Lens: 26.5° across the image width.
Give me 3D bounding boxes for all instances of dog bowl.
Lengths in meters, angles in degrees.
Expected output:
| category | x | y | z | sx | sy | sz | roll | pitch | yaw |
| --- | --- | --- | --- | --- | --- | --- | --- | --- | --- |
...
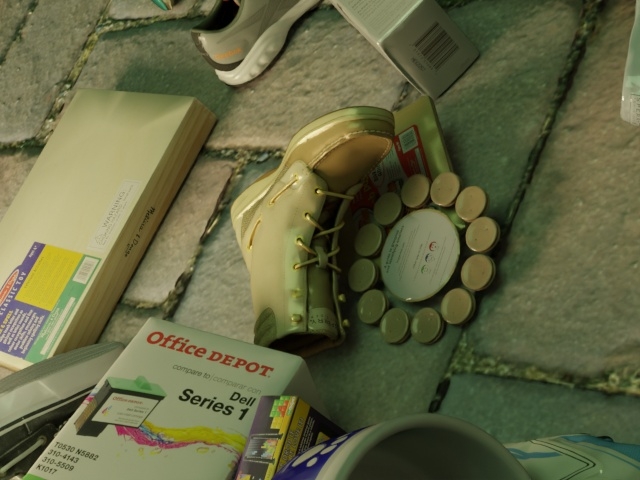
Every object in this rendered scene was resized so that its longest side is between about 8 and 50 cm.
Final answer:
| category | x | y | z | sx | sy | sz | roll | pitch | yaw |
| --- | --- | --- | --- | --- | --- | --- | --- | --- | --- |
| dog bowl | 0.068 | 0.271 | 1.042 | 0.104 | 0.265 | 0.265 | -24 | 45 | 46 |

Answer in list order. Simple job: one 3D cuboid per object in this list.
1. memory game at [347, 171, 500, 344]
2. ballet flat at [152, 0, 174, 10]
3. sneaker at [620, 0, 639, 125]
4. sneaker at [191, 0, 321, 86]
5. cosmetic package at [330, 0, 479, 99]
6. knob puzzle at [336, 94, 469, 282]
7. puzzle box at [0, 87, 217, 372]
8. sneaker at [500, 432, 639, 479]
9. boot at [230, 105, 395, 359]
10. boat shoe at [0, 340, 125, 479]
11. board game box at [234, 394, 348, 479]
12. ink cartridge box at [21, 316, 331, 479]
| category | x | y | z | sx | sy | sz | roll | pitch | yaw |
| --- | --- | --- | --- | --- | --- | --- | --- | --- | --- |
| memory game | 0.103 | 0.017 | 1.380 | 0.186 | 0.012 | 0.186 | -16 | 64 | 36 |
| ballet flat | -0.248 | -0.385 | 2.004 | 0.052 | 0.057 | 0.168 | -43 | 40 | -7 |
| sneaker | 0.351 | -0.210 | 1.319 | 0.091 | 0.094 | 0.258 | 8 | 59 | 14 |
| sneaker | -0.063 | -0.331 | 1.755 | 0.100 | 0.108 | 0.271 | 24 | 76 | 50 |
| cosmetic package | 0.075 | -0.268 | 1.574 | 0.085 | 0.117 | 0.231 | -44 | 39 | 5 |
| knob puzzle | 0.065 | -0.037 | 1.463 | 0.213 | 0.030 | 0.213 | -16 | 64 | 35 |
| puzzle box | -0.325 | -0.015 | 1.789 | 0.272 | 0.052 | 0.409 | 12 | 68 | 46 |
| sneaker | 0.196 | 0.200 | 1.145 | 0.237 | 0.085 | 0.086 | -3 | 25 | 48 |
| boot | 0.000 | 0.000 | 1.398 | 0.262 | 0.095 | 0.203 | -38 | 50 | 42 |
| boat shoe | -0.355 | 0.229 | 1.546 | 0.335 | 0.119 | 0.121 | -29 | 11 | -25 |
| board game box | -0.022 | 0.247 | 1.245 | 0.048 | 0.141 | 0.170 | -5 | 56 | 40 |
| ink cartridge box | -0.147 | 0.224 | 1.310 | 0.201 | 0.117 | 0.278 | 12 | 50 | 32 |
